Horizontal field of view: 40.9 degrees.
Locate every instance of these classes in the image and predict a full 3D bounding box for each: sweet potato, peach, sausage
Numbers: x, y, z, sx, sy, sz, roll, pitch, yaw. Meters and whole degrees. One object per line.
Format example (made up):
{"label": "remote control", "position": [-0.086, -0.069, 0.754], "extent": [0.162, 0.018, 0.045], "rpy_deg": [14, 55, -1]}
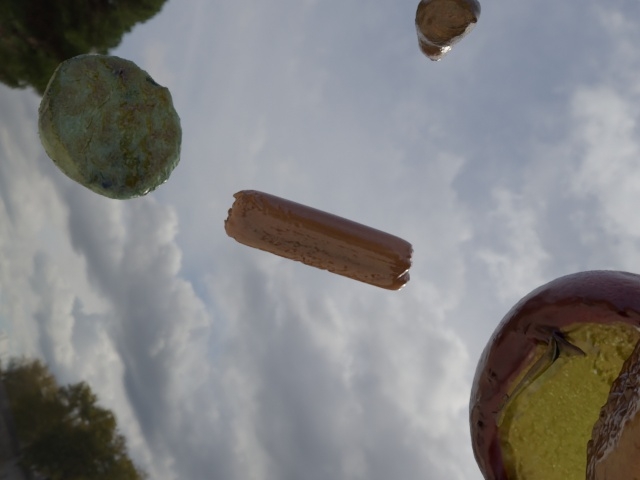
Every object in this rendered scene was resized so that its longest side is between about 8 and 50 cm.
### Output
{"label": "sweet potato", "position": [0.133, -0.242, 0.956], "extent": [0.226, 0.068, 0.068], "rpy_deg": [-165, -125, -87]}
{"label": "peach", "position": [0.392, 0.224, 1.238], "extent": [0.335, 0.310, 0.405], "rpy_deg": [21, -64, 12]}
{"label": "sausage", "position": [0.000, -0.001, 1.265], "extent": [0.086, 0.289, 0.086], "rpy_deg": [-162, -90, -90]}

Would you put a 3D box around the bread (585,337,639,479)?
{"label": "bread", "position": [0.389, 0.177, 0.878], "extent": [0.172, 0.312, 0.312], "rpy_deg": [30, -39, 16]}

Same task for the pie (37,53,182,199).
{"label": "pie", "position": [-0.252, -0.138, 1.037], "extent": [0.041, 0.187, 0.186], "rpy_deg": [-19, -89, 51]}
